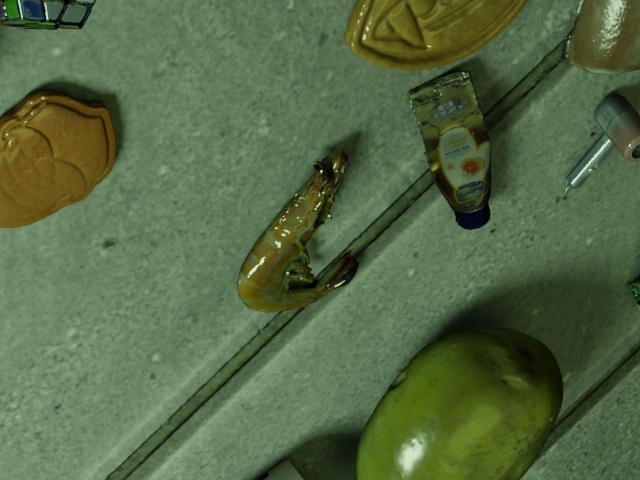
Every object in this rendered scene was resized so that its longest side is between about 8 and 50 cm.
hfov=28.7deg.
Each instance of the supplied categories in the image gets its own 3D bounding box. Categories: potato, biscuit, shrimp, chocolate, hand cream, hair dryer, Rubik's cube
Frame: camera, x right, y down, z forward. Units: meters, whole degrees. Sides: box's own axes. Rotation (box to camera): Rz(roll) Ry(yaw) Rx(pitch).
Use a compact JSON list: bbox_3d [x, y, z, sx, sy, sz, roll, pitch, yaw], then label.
[{"bbox_3d":[0.139,0.194,1.283,0.197,0.148,0.228,10,115,-22],"label":"potato"},{"bbox_3d":[0.116,-0.220,1.059,0.221,0.029,0.142,-36,133,-6],"label":"biscuit"},{"bbox_3d":[0.001,0.001,1.140,0.124,0.034,0.178,18,112,-42],"label":"shrimp"},{"bbox_3d":[0.363,-0.227,1.172,0.261,0.083,0.161,-12,128,-26],"label":"chocolate"},{"bbox_3d":[0.127,-0.079,1.161,0.062,0.039,0.163,-20,129,1],"label":"hand cream"},{"bbox_3d":[0.278,-0.082,1.244,0.037,0.063,0.114,9,131,-38],"label":"hair dryer"},{"bbox_3d":[-0.189,-0.190,0.845,0.111,0.093,0.111,-16,130,-20],"label":"Rubik's cube"},{"bbox_3d":[-0.217,-0.062,0.968,0.130,0.019,0.102,-33,134,-9],"label":"biscuit"}]

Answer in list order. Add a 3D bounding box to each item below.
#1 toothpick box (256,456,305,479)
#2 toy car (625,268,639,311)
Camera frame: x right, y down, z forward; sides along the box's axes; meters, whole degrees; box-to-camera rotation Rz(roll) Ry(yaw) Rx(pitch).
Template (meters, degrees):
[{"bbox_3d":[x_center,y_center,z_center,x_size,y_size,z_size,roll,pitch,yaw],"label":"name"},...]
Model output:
[{"bbox_3d":[-0.073,0.316,1.261,0.181,0.111,0.111,-36,133,-6],"label":"toothpick box"},{"bbox_3d":[0.400,0.014,1.382,0.093,0.058,0.186,-16,128,-24],"label":"toy car"}]
